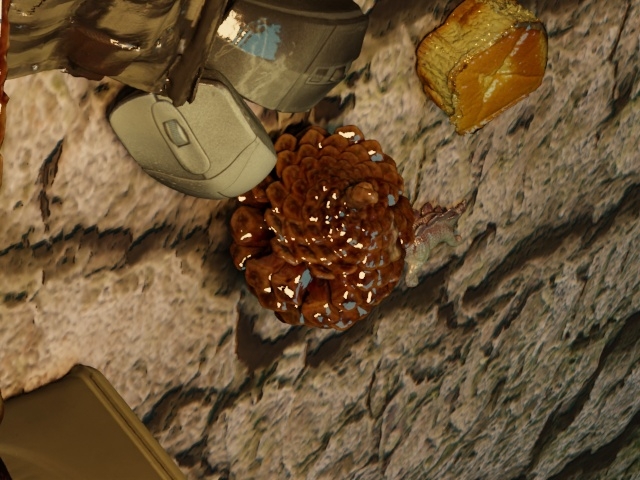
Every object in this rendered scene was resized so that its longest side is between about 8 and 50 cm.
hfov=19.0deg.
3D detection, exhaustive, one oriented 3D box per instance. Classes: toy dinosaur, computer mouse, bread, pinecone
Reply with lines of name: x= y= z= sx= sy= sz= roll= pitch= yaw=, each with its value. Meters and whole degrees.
toy dinosaur: x=0.100 y=0.008 z=2.111 sx=0.209 sy=0.039 sz=0.082 roll=-42 pitch=149 yaw=-32
computer mouse: x=-0.025 y=-0.165 z=1.710 sx=0.231 sy=0.071 sz=0.126 roll=9 pitch=118 yaw=-57
bread: x=0.166 y=-0.186 z=1.940 sx=0.140 sy=0.069 sz=0.128 roll=-37 pitch=148 yaw=-11
pinecone: x=0.001 y=0.002 z=1.845 sx=0.186 sy=0.169 sz=0.212 roll=-34 pitch=148 yaw=-27
computer mouse: x=-0.104 y=-0.084 z=1.664 sx=0.113 sy=0.068 sz=0.229 roll=-16 pitch=157 yaw=15

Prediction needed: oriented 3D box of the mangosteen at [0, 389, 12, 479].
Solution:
mangosteen: x=-0.370 y=0.207 z=1.491 sx=0.297 sy=0.297 sz=0.313 roll=2 pitch=113 yaw=-54

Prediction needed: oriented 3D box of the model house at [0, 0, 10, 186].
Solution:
model house: x=-0.307 y=-0.165 z=1.085 sx=0.297 sy=0.283 sz=0.317 roll=-67 pitch=159 yaw=-74

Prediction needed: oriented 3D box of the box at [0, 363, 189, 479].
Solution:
box: x=-0.229 y=0.255 z=1.753 sx=0.178 sy=0.274 sz=0.138 roll=-16 pitch=137 yaw=-33

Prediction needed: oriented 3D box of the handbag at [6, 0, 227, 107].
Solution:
handbag: x=-0.199 y=-0.224 z=1.307 sx=0.325 sy=0.162 sz=0.327 roll=-11 pitch=142 yaw=-31
